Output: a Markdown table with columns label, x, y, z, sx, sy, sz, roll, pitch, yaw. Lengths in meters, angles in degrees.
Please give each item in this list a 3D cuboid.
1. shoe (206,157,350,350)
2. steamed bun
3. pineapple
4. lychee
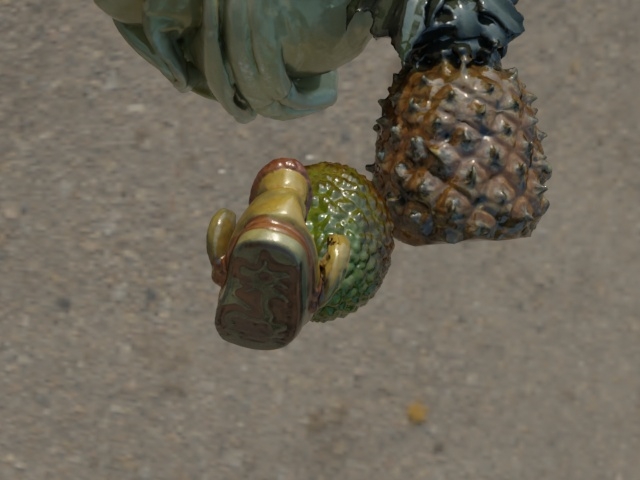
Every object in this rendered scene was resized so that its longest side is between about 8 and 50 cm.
| label | x | y | z | sx | sy | sz | roll | pitch | yaw |
| --- | --- | --- | --- | --- | --- | --- | --- | --- | --- |
| shoe | -0.021 | 0.009 | 0.820 | 0.109 | 0.072 | 0.069 | 71 | 26 | -55 |
| steamed bun | -0.076 | -0.228 | 1.428 | 0.203 | 0.289 | 0.276 | -37 | 137 | -31 |
| pineapple | 0.104 | -0.178 | 1.306 | 0.165 | 0.165 | 0.364 | -11 | 100 | -43 |
| lychee | 0.000 | 0.000 | 1.143 | 0.114 | 0.146 | 0.114 | -3 | 122 | -5 |
